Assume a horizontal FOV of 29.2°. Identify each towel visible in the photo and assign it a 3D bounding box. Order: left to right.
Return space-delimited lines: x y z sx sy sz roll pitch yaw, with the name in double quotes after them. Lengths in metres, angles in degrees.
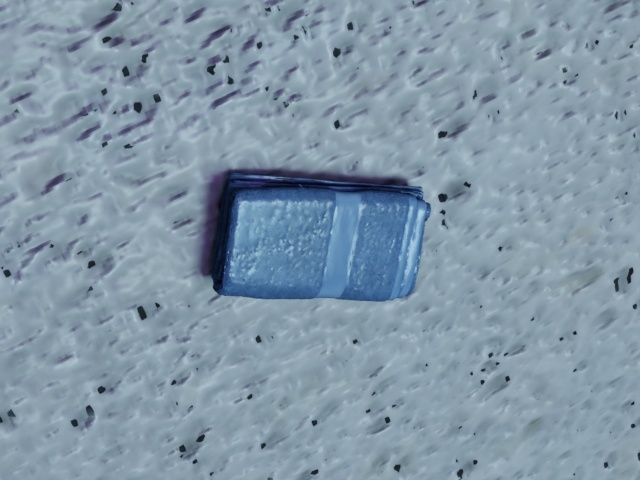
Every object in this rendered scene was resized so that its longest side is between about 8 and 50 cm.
0.000 0.000 0.663 0.119 0.029 0.067 2 108 -27 "towel"
